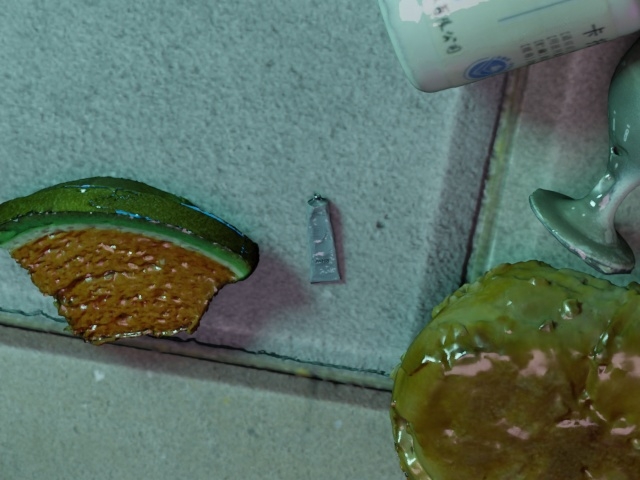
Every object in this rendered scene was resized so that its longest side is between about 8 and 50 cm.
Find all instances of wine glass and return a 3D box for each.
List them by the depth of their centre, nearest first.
[{"bbox_3d":[0.292,-0.095,1.686,0.126,0.126,0.241,31,111,-9],"label":"wine glass"}]

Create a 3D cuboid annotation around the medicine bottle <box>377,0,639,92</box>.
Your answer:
[{"bbox_3d":[0.193,-0.239,1.607,0.293,0.170,0.170,-17,110,9],"label":"medicine bottle"}]

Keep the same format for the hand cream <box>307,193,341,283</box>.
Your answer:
[{"bbox_3d":[0.000,0.000,1.801,0.030,0.019,0.093,-3,115,7],"label":"hand cream"}]

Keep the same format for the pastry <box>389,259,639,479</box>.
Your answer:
[{"bbox_3d":[0.216,0.141,1.768,0.311,0.162,0.255,9,114,-2],"label":"pastry"}]

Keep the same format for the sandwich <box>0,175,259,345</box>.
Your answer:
[{"bbox_3d":[-0.171,0.011,1.792,0.235,0.079,0.159,-6,122,10],"label":"sandwich"}]
